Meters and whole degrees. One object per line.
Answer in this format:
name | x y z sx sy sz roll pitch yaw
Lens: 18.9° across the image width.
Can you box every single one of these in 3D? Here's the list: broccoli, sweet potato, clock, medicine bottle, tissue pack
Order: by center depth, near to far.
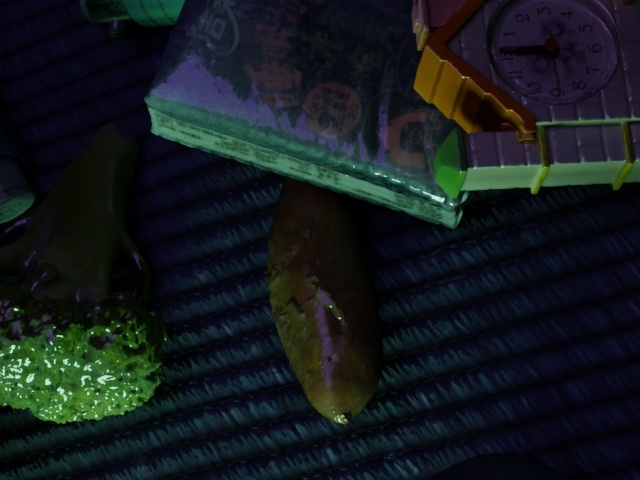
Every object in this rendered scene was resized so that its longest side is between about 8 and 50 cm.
clock | 0.214 -0.155 1.693 0.255 0.106 0.220 -3 69 -6
tissue pack | 0.018 -0.167 1.805 0.316 0.103 0.228 19 71 9
sweet potato | 0.000 0.000 1.842 0.109 0.109 0.385 -17 61 24
broccoli | -0.291 0.056 1.952 0.254 0.186 0.302 -7 43 -7
medicine bottle | -0.391 -0.136 2.109 0.079 0.124 0.258 -34 72 9

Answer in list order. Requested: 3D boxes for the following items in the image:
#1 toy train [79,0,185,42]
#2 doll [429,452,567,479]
toy train | -0.125 -0.299 2.000 0.298 0.120 0.194 -2 78 29
doll | 0.134 0.310 1.634 0.228 0.154 0.258 33 100 0
